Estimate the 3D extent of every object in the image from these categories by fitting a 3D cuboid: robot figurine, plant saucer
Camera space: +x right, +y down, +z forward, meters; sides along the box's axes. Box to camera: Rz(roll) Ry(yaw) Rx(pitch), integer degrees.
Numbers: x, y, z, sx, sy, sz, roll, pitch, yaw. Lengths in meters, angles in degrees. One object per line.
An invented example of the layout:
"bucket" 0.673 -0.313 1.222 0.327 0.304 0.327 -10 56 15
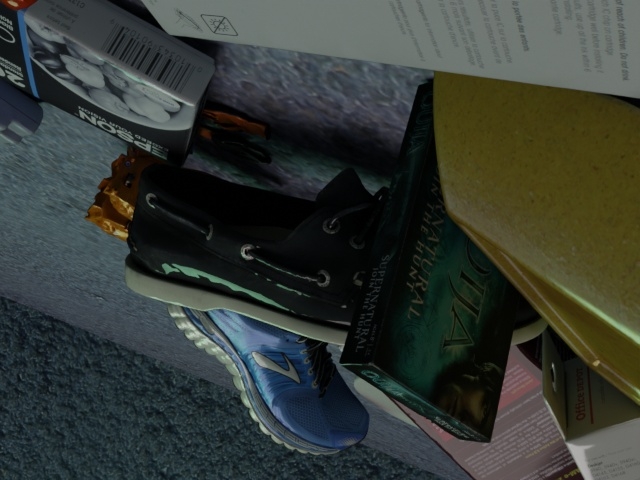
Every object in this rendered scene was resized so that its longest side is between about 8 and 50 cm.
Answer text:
"robot figurine" -0.075 0.002 0.852 0.291 0.085 0.211 24 163 -18
"plant saucer" 0.212 0.060 0.465 0.332 0.081 0.333 39 -178 -44

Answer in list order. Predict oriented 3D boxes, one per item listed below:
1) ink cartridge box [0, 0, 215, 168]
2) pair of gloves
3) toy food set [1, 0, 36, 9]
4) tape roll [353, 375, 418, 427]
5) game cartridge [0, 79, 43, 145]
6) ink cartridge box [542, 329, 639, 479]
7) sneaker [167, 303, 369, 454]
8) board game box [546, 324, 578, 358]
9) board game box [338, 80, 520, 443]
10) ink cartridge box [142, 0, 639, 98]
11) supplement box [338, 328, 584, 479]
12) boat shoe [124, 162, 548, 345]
"ink cartridge box" -0.188 -0.131 0.675 0.206 0.045 0.208 28 164 -5
"pair of gloves" -0.076 -0.089 0.724 0.074 0.010 0.083 21 164 5
"toy food set" -0.212 -0.196 0.402 0.232 0.111 0.104 24 166 28
"tape roll" 0.185 0.178 1.040 0.286 0.100 0.286 20 163 7
"game cartridge" -0.430 -0.164 0.880 0.297 0.062 0.198 5 151 46
"ink cartridge box" 0.230 0.152 0.653 0.060 0.104 0.180 -23 108 23
"sneaker" -0.036 0.133 1.056 0.147 0.130 0.330 -27 116 29
"board game box" 0.320 0.196 0.817 0.317 0.046 0.214 20 124 9
"board game box" 0.082 0.013 0.531 0.026 0.186 0.126 -6 148 43
"ink cartridge box" 0.039 -0.136 0.351 0.332 0.065 0.165 16 161 27
"supplement box" 0.147 0.124 0.764 0.239 0.073 0.130 46 119 -9
"boat shoe" 0.001 -0.001 0.655 0.340 0.113 0.127 10 -160 27
